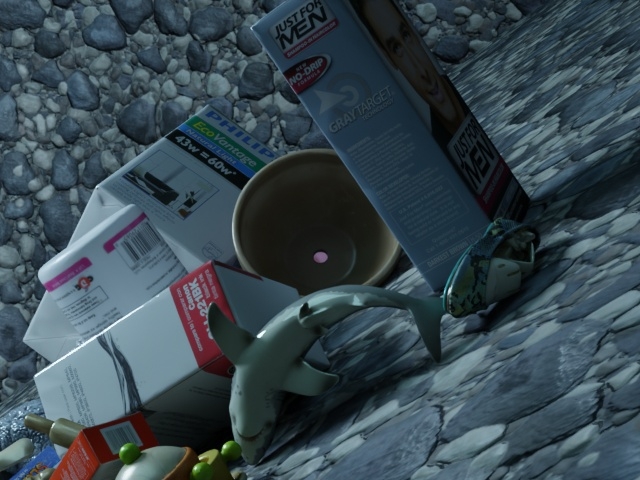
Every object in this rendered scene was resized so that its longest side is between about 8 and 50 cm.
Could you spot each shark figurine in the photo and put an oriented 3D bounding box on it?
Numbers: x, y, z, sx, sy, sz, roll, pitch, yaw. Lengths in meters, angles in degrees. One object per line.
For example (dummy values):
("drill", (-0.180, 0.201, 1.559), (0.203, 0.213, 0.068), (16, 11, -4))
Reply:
("shark figurine", (0.004, 0.091, 1.384), (0.278, 0.166, 0.116), (-32, -2, 16))

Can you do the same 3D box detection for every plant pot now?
("plant pot", (0.000, 0.000, 1.861), (0.237, 0.237, 0.109), (-38, -23, -16))

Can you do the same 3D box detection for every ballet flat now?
("ballet flat", (0.181, 0.026, 1.366), (0.070, 0.070, 0.188), (-30, 10, 34))

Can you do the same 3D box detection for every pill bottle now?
("pill bottle", (-0.223, 0.108, 1.754), (0.160, 0.283, 0.160), (-34, 8, 5))

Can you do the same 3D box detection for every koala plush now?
("koala plush", (-0.345, 0.257, 1.819), (0.203, 0.196, 0.221), (-12, 21, 43))

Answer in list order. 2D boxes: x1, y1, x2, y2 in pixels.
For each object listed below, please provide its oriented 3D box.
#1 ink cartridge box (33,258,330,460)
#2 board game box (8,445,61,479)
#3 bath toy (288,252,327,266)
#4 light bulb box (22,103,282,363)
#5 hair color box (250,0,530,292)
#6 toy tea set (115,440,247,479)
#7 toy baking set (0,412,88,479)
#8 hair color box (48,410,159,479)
("ink cartridge box", (-0.160, 0.152, 1.554), (0.273, 0.114, 0.197), (-33, -26, 18))
("board game box", (-0.361, 0.339, 1.560), (0.136, 0.035, 0.201), (-42, -17, -40))
("bath toy", (0.001, 0.010, 1.987), (0.348, 0.129, 0.151), (-38, 42, -15))
("light bulb box", (-0.243, 0.027, 2.173), (0.358, 0.225, 0.361), (-57, -6, 35))
("hair color box", (0.092, -0.145, 1.593), (0.114, 0.374, 0.185), (-32, 9, 24))
("toy tea set", (-0.224, 0.286, 1.273), (0.336, 0.124, 0.200), (-36, 8, -3))
("toy baking set", (-0.302, 0.272, 1.424), (0.196, 0.256, 0.030), (-56, -25, -29))
("hair color box", (-0.219, 0.228, 1.316), (0.072, 0.043, 0.141), (-12, -31, -42))
